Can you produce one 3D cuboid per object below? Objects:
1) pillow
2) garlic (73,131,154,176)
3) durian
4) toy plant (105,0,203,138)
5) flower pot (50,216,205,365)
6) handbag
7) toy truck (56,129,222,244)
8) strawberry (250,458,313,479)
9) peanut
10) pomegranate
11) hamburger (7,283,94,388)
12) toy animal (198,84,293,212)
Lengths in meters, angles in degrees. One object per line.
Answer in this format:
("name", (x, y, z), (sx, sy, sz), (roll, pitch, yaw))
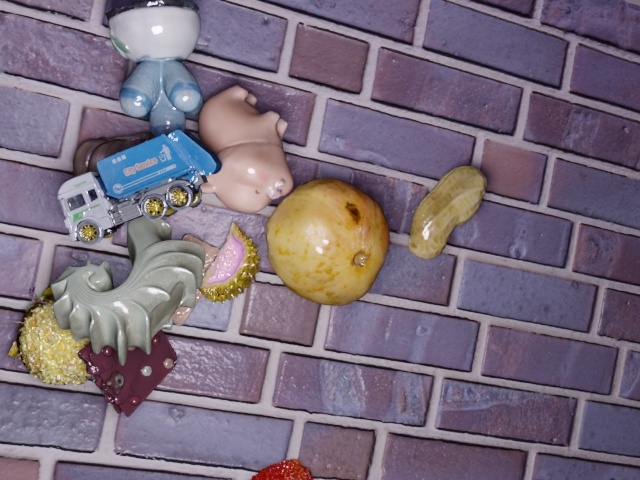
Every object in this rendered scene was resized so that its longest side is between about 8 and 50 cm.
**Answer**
("pillow", (-0.357, 0.103, 1.674), (0.126, 0.043, 0.233), (33, 81, -18))
("garlic", (-0.503, -0.174, 1.567), (0.214, 0.160, 0.191), (-3, 92, -14))
("durian", (-0.228, 0.071, 1.667), (0.132, 0.165, 0.182), (23, 54, 9))
("toy plant", (-0.389, -0.402, 1.566), (0.247, 0.247, 0.332), (-8, 97, -14))
("flower pot", (-0.432, 0.102, 1.500), (0.254, 0.165, 0.367), (27, 47, 16))
("handbag", (-0.465, 0.290, 1.551), (0.216, 0.074, 0.203), (-51, 129, -46))
("toy truck", (-0.404, -0.120, 1.435), (0.367, 0.146, 0.175), (-23, 96, 0))
("strawberry", (-0.102, 0.679, 1.695), (0.201, 0.186, 0.184), (-45, 138, -42))
("peanut", (0.356, -0.082, 1.806), (0.147, 0.147, 0.305), (45, 82, -11))
("pomegranate", (0.000, 0.000, 1.635), (0.342, 0.342, 0.343), (0, 91, -14))
("hamburger", (-0.631, 0.238, 1.554), (0.261, 0.138, 0.243), (27, 85, -14))
("toy animal", (-0.200, -0.225, 1.604), (0.326, 0.237, 0.269), (45, 103, 25))
